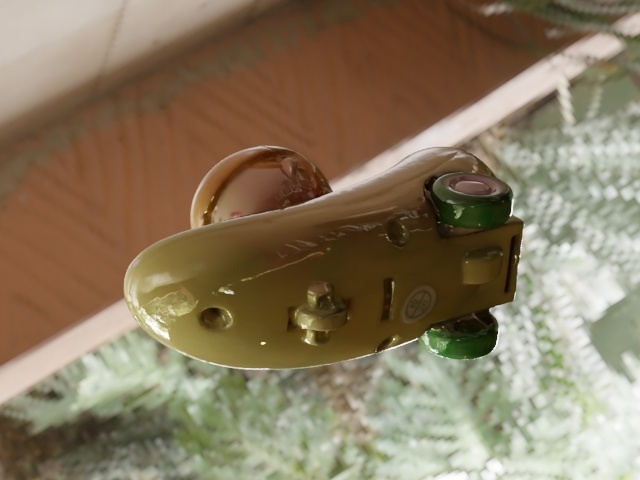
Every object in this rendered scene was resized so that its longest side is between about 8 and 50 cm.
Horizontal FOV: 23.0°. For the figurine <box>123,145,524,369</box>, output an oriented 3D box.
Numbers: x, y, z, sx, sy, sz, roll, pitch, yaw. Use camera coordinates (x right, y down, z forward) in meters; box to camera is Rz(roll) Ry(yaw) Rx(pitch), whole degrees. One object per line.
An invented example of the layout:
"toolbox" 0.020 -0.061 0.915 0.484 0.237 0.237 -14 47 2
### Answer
"figurine" 0.000 0.000 1.117 0.324 0.222 0.124 -13 120 -34
